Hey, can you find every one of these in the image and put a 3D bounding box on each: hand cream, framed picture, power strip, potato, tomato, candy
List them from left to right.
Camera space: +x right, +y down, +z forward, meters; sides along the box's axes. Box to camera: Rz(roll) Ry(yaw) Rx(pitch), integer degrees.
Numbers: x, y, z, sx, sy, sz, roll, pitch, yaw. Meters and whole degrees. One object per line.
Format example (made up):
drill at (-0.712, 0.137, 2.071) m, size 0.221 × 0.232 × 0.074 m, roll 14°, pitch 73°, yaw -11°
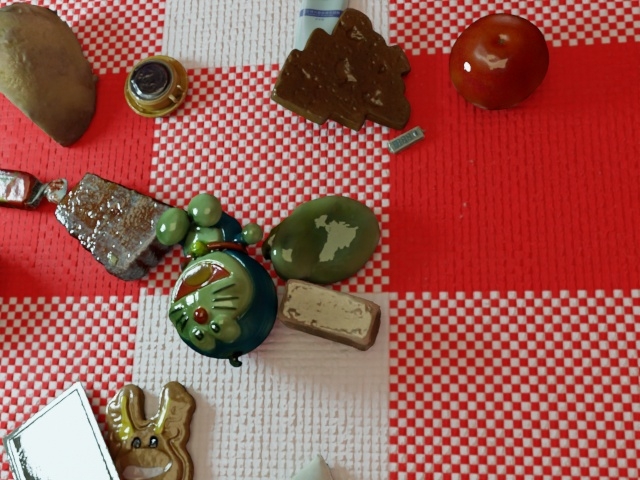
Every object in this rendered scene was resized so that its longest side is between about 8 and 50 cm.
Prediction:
candy at (-0.668, -0.111, 1.701) m, size 0.292 × 0.059 × 0.086 m, roll 8°, pitch 78°, yaw 13°
potato at (-0.584, -0.366, 1.693) m, size 0.211 × 0.189 × 0.264 m, roll -43°, pitch 72°, yaw -5°
framed picture at (-0.483, 0.409, 1.494) m, size 0.197 × 0.014 × 0.252 m, roll -37°, pitch 52°, yaw 0°
hand cream at (-0.002, -0.440, 1.696) m, size 0.109 × 0.067 × 0.320 m, roll 6°, pitch 67°, yaw 13°
power strip at (0.172, -0.201, 1.604) m, size 0.083 × 0.017 × 0.027 m, roll -30°, pitch 73°, yaw 2°
tomato at (0.344, -0.349, 1.555) m, size 0.195 × 0.136 × 0.195 m, roll -3°, pitch 73°, yaw 9°

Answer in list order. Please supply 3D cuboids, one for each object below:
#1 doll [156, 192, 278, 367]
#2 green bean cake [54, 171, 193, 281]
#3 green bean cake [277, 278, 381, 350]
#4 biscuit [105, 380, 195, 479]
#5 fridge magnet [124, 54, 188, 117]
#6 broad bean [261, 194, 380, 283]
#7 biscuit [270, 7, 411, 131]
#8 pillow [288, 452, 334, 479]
doll at (-0.183, 0.081, 1.491) m, size 0.199 × 0.186 × 0.321 m, roll -20°, pitch 66°, yaw 25°
green bean cake at (-0.394, -0.045, 1.613) m, size 0.233 × 0.097 × 0.198 m, roll 37°, pitch 84°, yaw 18°
green bean cake at (0.018, 0.137, 1.481) m, size 0.179 × 0.109 × 0.085 m, roll 14°, pitch 76°, yaw 14°
biscuit at (-0.321, 0.411, 1.494) m, size 0.186 × 0.044 × 0.295 m, roll -7°, pitch 72°, yaw 10°
fridge magnet at (-0.350, -0.329, 1.708) m, size 0.143 × 0.063 × 0.143 m, roll -2°, pitch 77°, yaw 8°
broad bean at (0.000, 0.000, 1.538) m, size 0.228 × 0.100 × 0.169 m, roll -7°, pitch 79°, yaw -4°
biscuit at (0.037, -0.328, 1.605) m, size 0.302 × 0.043 × 0.278 m, roll -15°, pitch 79°, yaw -18°
pillow at (-0.076, 0.495, 1.409) m, size 0.254 × 0.078 × 0.144 m, roll -32°, pitch 61°, yaw -1°
